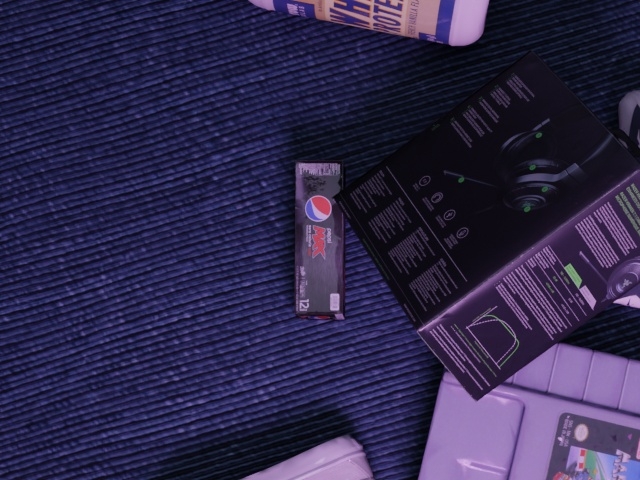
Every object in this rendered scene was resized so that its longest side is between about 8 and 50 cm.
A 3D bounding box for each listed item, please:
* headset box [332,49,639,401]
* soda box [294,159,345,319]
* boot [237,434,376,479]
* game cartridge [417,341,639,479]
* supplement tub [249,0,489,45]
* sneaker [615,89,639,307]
[{"bbox_3d":[0.193,-0.026,1.559,0.283,0.131,0.246,-37,39,4],"label":"headset box"},{"bbox_3d":[0.000,0.000,1.678,0.053,0.060,0.169,0,81,4],"label":"soda box"},{"bbox_3d":[-0.054,0.308,1.610,0.258,0.095,0.123,-25,73,-3],"label":"boot"},{"bbox_3d":[0.210,0.276,1.600,0.230,0.068,0.355,12,86,10],"label":"game cartridge"},{"bbox_3d":[0.036,-0.343,1.648,0.316,0.228,0.228,11,81,5],"label":"supplement tub"},{"bbox_3d":[0.304,-0.039,1.652,0.153,0.094,0.235,-7,90,-7],"label":"sneaker"}]
